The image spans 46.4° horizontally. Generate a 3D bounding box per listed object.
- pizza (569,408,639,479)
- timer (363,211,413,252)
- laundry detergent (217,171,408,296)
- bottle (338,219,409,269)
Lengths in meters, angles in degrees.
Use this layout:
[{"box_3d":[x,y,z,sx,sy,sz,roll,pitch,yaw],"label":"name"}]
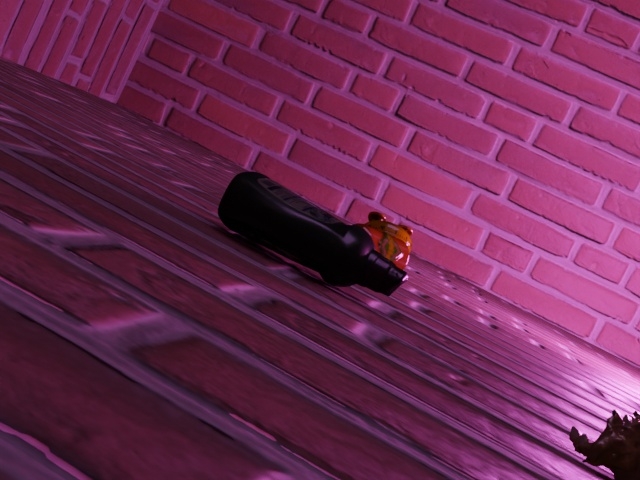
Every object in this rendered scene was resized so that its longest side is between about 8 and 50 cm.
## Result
[{"box_3d":[0.293,0.161,0.548,0.288,0.075,0.280,5,-13,-23],"label":"pizza"},{"box_3d":[0.116,0.014,1.399,0.107,0.109,0.107,16,-25,8],"label":"timer"},{"box_3d":[0.000,0.000,0.850,0.222,0.078,0.144,27,1,15],"label":"laundry detergent"},{"box_3d":[0.066,0.007,1.219,0.187,0.069,0.069,19,8,-43],"label":"bottle"}]
